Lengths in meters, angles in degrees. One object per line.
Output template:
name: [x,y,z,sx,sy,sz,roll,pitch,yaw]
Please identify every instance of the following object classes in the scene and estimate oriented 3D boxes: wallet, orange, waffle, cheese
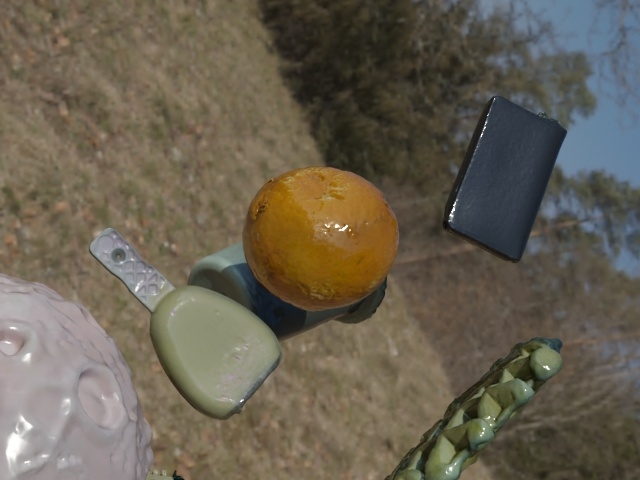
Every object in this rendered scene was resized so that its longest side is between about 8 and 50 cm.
wallet: [0.283,-0.100,1.658,0.250,0.149,0.044,-69,-166,-12]
orange: [-0.001,-0.003,1.493,0.219,0.219,0.193,-96,-154,-60]
waffle: [0.172,0.224,1.278,0.056,0.309,0.292,46,5,8]
cheese: [-0.122,0.064,0.924,0.192,0.097,0.037,46,-18,-12]

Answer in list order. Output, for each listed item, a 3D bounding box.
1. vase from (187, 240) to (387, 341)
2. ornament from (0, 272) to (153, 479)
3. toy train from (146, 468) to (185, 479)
vase: [-0.064,0.077,1.848,0.291,0.245,0.245,-23,107,-44]
ornament: [-0.248,0.145,0.744,0.225,0.260,0.259,102,-19,-60]
toy train: [-0.257,0.306,1.288,0.250,0.053,0.085,18,70,-43]
